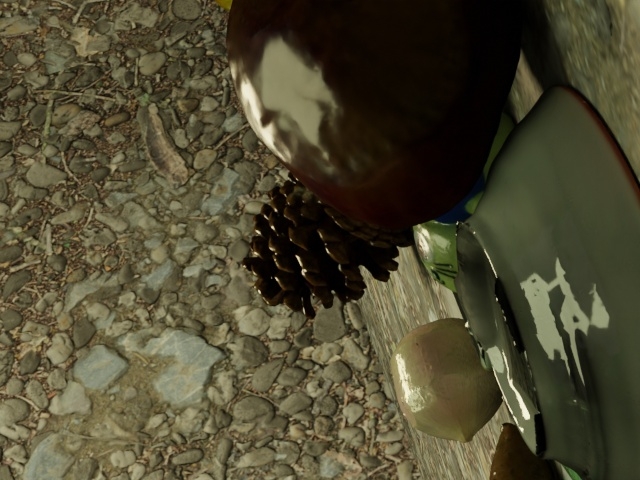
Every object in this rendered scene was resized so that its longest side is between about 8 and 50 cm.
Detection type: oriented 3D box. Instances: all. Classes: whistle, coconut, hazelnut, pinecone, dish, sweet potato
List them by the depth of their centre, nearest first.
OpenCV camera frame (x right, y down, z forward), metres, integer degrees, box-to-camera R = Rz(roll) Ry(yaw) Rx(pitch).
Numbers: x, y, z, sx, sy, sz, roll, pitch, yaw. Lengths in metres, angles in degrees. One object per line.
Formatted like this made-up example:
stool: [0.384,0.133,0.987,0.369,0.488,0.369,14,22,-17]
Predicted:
dish: [0.135,0.047,0.914,0.260,0.085,0.260,163,90,-87]
hazelnut: [0.036,-0.106,0.957,0.178,0.178,0.204,81,172,-73]
whistle: [0.095,-0.049,1.103,0.105,0.085,0.227,-129,20,-57]
sweet potato: [0.192,0.273,1.304,0.346,0.079,0.108,-121,26,-66]
coconut: [0.129,0.141,1.561,0.110,0.110,0.124,77,177,-62]
pinecone: [-0.002,-0.001,1.936,0.168,0.212,0.185,54,-152,-15]

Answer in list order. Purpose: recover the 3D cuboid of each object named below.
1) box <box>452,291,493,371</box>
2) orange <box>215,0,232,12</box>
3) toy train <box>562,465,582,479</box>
box: [0.105,-0.043,1.356,0.211,0.045,0.270,74,177,-59]
orange: [-0.103,-0.371,1.594,0.271,0.210,0.368,88,166,-48]
toy train: [0.180,0.133,1.078,0.148,0.038,0.071,-117,7,-70]
